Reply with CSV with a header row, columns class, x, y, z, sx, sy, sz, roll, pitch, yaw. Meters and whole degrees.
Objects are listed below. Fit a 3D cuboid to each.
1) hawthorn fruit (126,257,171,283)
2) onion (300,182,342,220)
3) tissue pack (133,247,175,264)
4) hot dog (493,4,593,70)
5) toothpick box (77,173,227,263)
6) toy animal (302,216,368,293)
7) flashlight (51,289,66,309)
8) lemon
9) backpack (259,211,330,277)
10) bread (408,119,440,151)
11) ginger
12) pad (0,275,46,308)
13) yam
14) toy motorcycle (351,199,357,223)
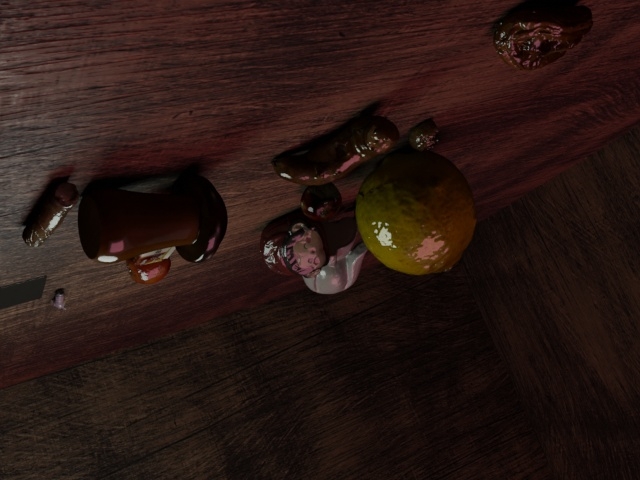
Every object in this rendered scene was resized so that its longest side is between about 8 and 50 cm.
class,x,y,z,sx,sy,sz,roll,pitch,yaw
hawthorn fruit,-0.457,0.059,1.945,0.128,0.128,0.128,-22,169,-4
onion,0.001,-0.105,2.062,0.117,0.119,0.118,4,162,-13
tissue pack,-0.390,-0.019,1.704,0.099,0.106,0.148,-16,167,-34
hot dog,0.458,-0.421,1.491,0.226,0.099,0.160,-20,170,-27
toothpick box,-0.339,-0.038,1.522,0.294,0.192,0.192,-7,163,-37
toy animal,0.025,0.074,2.505,0.271,0.206,0.265,-8,134,-10
flashlight,-0.747,0.166,2.098,0.031,0.052,0.110,-58,-176,-33
lemon,0.278,-0.071,2.099,0.349,0.387,0.350,-25,-167,6
backpack,-0.086,0.014,2.294,0.229,0.229,0.139,-23,-150,4
bread,0.276,-0.272,1.944,0.082,0.060,0.113,-27,170,9
ginger,0.047,-0.205,1.696,0.309,0.107,0.133,-24,-176,27
pad,-0.803,0.143,1.938,0.142,0.003,0.211,-17,168,-30
yam,-0.528,-0.047,1.421,0.056,0.057,0.241,-13,167,-42
toy motorcycle,0.208,-0.106,2.478,0.182,0.124,0.272,-9,167,-15
